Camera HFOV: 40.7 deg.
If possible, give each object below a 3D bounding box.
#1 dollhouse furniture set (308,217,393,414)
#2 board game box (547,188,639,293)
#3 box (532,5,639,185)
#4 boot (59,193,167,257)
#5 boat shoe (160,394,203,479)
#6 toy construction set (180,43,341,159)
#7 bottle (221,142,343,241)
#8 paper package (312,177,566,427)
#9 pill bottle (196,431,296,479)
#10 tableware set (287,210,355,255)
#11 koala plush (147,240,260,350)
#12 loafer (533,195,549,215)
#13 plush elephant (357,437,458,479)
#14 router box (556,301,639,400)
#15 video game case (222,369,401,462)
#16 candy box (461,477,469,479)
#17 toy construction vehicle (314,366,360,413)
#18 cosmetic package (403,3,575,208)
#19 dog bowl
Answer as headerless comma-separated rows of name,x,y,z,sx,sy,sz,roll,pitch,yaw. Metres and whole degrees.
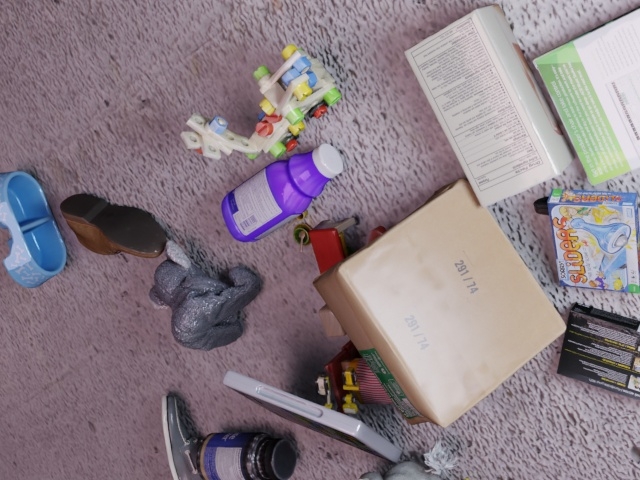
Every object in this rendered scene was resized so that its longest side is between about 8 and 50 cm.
dollhouse furniture set,0.102,0.148,1.662,0.201,0.152,0.374,-5,111,32
board game box,0.458,0.003,1.431,0.136,0.035,0.201,5,136,29
box,0.524,-0.249,1.334,0.322,0.058,0.232,-23,96,34
boot,-0.471,-0.012,2.009,0.305,0.112,0.115,21,136,29
boat shoe,-0.330,0.528,2.142,0.099,0.116,0.320,-12,97,-10
toy construction set,-0.098,-0.236,1.613,0.327,0.215,0.151,-26,93,35
bottle,-0.077,-0.099,1.725,0.283,0.092,0.118,-32,74,35
paper package,0.203,0.111,1.502,0.325,0.309,0.168,56,164,1
pill bottle,-0.170,0.507,2.001,0.219,0.123,0.123,-9,104,33
tableware set,0.000,0.000,1.763,0.154,0.024,0.104,48,125,7
koala plush,-0.287,0.115,1.894,0.221,0.203,0.196,41,124,26
loafer,0.445,-0.040,1.460,0.170,0.062,0.061,10,118,29
plush elephant,0.151,0.577,1.719,0.271,0.255,0.330,32,130,24
router box,0.517,0.198,1.515,0.178,0.046,0.133,17,117,25
video game case,-0.009,0.363,1.764,0.300,0.329,0.036,17,74,25
candy box,0.317,0.602,1.804,0.105,0.027,0.206,-31,91,32
toy construction vehicle,0.037,0.284,1.655,0.085,0.035,0.098,-2,115,20
cosmetic package,0.285,-0.225,1.441,0.153,0.129,0.296,-23,95,34
dog bowl,-0.718,-0.034,2.104,0.074,0.166,0.297,-17,99,23
